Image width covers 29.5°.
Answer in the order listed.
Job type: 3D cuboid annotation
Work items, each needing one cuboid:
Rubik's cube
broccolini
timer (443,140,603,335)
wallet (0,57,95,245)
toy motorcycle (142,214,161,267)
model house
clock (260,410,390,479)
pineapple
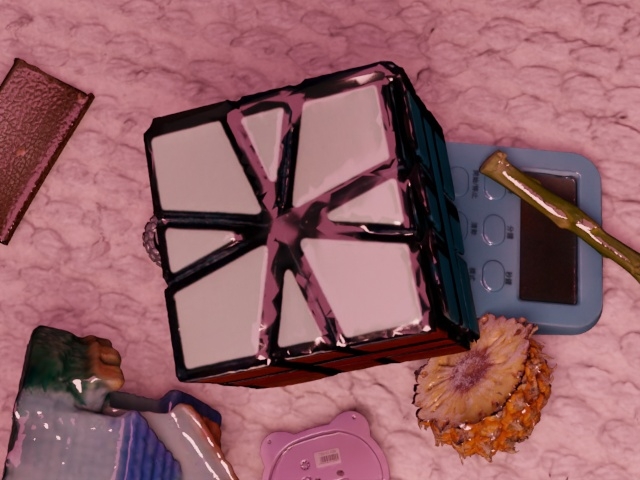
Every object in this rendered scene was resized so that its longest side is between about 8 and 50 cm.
[{"bbox_3d":[0.000,0.000,1.316,0.294,0.283,0.288,-10,78,11],"label":"Rubik's cube"},{"bbox_3d":[0.350,0.020,1.423,0.392,0.074,0.079,35,64,7],"label":"broccolini"},{"bbox_3d":[0.221,-0.005,1.484,0.250,0.091,0.231,0,70,7],"label":"timer"},{"bbox_3d":[-0.422,-0.122,1.662,0.133,0.039,0.243,24,75,10],"label":"wallet"},{"bbox_3d":[-0.075,-0.051,1.546,0.307,0.108,0.173,-44,78,-8],"label":"toy motorcycle"},{"bbox_3d":[-0.192,0.252,1.365,0.329,0.295,0.251,15,65,-13],"label":"model house"},{"bbox_3d":[0.004,0.271,1.438,0.153,0.050,0.110,-16,69,3],"label":"clock"},{"bbox_3d":[0.206,0.188,1.399,0.161,0.137,0.176,1,53,52],"label":"pineapple"}]
